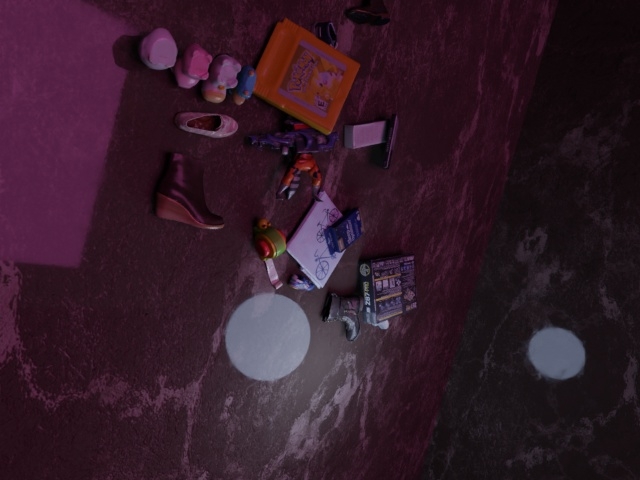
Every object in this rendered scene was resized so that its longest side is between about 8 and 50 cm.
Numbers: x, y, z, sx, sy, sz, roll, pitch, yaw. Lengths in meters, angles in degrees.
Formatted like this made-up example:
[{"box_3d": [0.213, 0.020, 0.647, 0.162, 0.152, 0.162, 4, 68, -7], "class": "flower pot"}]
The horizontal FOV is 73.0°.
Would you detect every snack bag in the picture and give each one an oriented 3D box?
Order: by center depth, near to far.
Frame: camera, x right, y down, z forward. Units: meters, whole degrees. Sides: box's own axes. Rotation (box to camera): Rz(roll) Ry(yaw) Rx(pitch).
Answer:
[{"box_3d": [0.000, 0.000, 1.877, 0.323, 0.037, 0.342, -58, 137, -17], "class": "snack bag"}]

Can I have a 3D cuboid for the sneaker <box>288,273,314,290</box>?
[{"box_3d": [-0.074, 0.179, 1.846, 0.144, 0.053, 0.059, 15, 90, -50], "class": "sneaker"}]

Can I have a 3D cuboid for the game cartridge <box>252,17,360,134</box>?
[{"box_3d": [-0.053, -0.567, 1.499, 0.324, 0.053, 0.285, 25, 84, -19], "class": "game cartridge"}]

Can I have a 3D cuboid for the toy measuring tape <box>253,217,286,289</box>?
[{"box_3d": [-0.174, 0.062, 1.652, 0.121, 0.121, 0.330, -36, 127, -34], "class": "toy measuring tape"}]

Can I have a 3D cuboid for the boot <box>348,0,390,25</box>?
[{"box_3d": [0.187, -0.940, 1.745, 0.219, 0.082, 0.106, -12, 90, -40], "class": "boot"}]

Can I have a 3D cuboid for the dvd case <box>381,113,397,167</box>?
[{"box_3d": [0.326, -0.454, 2.012, 0.179, 0.030, 0.238, -27, 127, -76], "class": "dvd case"}]

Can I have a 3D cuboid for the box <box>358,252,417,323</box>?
[{"box_3d": [0.362, 0.238, 2.252, 0.395, 0.097, 0.318, -7, 92, -47], "class": "box"}]

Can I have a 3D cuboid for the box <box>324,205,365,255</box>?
[{"box_3d": [0.112, -0.039, 1.934, 0.225, 0.037, 0.136, -39, 129, -32], "class": "box"}]

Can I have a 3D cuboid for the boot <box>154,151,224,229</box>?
[{"box_3d": [-0.387, -0.151, 1.365, 0.248, 0.090, 0.206, 14, 95, -45], "class": "boot"}]

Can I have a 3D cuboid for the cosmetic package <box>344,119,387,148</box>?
[{"box_3d": [0.202, -0.472, 1.912, 0.239, 0.060, 0.098, -21, 117, -42], "class": "cosmetic package"}]

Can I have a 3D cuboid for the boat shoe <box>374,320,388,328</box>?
[{"box_3d": [0.292, 0.408, 2.308, 0.081, 0.079, 0.227, -43, 125, -21], "class": "boat shoe"}]

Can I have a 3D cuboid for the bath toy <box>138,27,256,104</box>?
[{"box_3d": [-0.362, -0.499, 1.251, 0.348, 0.129, 0.151, 6, 118, -47], "class": "bath toy"}]

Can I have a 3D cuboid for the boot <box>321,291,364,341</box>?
[{"box_3d": [0.095, 0.370, 2.083, 0.229, 0.091, 0.262, 2, 98, -42], "class": "boot"}]

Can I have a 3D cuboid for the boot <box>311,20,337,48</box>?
[{"box_3d": [0.027, -0.717, 1.621, 0.069, 0.086, 0.190, -44, 131, -29], "class": "boot"}]

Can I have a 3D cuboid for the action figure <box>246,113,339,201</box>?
[{"box_3d": [-0.117, -0.314, 1.596, 0.342, 0.178, 0.330, 1, 96, -22], "class": "action figure"}]

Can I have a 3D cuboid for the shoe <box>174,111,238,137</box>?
[{"box_3d": [-0.346, -0.362, 1.361, 0.219, 0.058, 0.076, -10, 110, -45], "class": "shoe"}]
